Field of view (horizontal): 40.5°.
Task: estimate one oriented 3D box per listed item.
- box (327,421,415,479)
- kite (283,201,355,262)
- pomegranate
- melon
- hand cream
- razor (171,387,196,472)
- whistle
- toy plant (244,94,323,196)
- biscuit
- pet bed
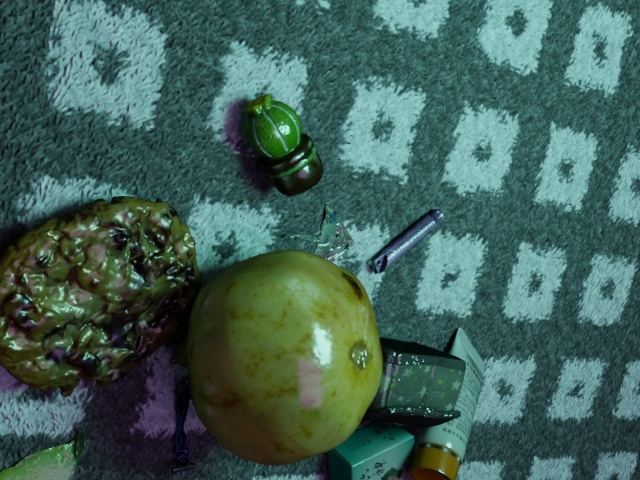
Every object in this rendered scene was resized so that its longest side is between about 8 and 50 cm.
[{"bbox_3d":[0.104,0.489,1.685,0.153,0.092,0.245,-18,115,-28],"label":"box"},{"bbox_3d":[0.000,0.000,1.510,0.157,0.011,0.139,8,98,-36],"label":"kite"},{"bbox_3d":[-0.076,0.172,1.347,0.342,0.342,0.342,-11,111,-31],"label":"pomegranate"},{"bbox_3d":[-0.461,0.380,1.313,0.262,0.053,0.114,-40,105,-21],"label":"melon"},{"bbox_3d":[0.260,0.326,1.697,0.139,0.089,0.314,57,46,-32],"label":"hand cream"},{"bbox_3d":[-0.231,0.311,1.442,0.044,0.028,0.154,-7,110,-32],"label":"razor"},{"bbox_3d":[0.162,0.001,1.603,0.176,0.033,0.033,-37,122,-18],"label":"whistle"},{"bbox_3d":[-0.063,-0.153,1.369,0.093,0.093,0.162,-41,119,-16],"label":"toy plant"},{"bbox_3d":[-0.315,0.086,1.263,0.334,0.081,0.289,-34,127,-24],"label":"biscuit"},{"bbox_3d":[0.134,0.267,1.582,0.211,0.183,0.159,11,92,-38],"label":"pet bed"}]
